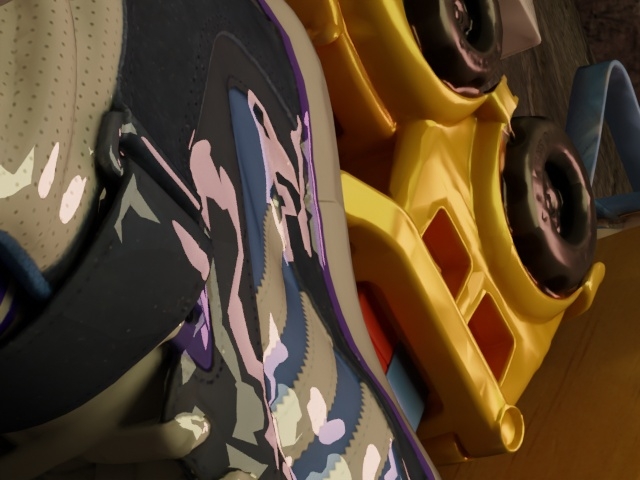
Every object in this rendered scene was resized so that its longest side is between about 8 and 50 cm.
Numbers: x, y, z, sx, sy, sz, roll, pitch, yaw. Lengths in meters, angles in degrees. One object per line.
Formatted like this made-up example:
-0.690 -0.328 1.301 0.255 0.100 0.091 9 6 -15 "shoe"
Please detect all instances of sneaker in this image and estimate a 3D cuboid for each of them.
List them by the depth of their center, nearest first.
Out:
-0.067 0.053 0.532 0.236 0.130 0.322 7 70 -63 "sneaker"

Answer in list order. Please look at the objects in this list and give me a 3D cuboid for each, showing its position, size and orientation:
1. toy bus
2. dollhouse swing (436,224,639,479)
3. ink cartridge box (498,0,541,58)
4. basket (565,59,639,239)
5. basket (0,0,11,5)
0.000 0.000 0.803 0.220 0.149 0.211 61 34 -25 "toy bus"
0.260 0.184 0.965 0.347 0.305 0.315 61 38 -35 "dollhouse swing"
0.038 -0.190 1.139 0.128 0.127 0.176 56 21 -43 "ink cartridge box"
0.192 0.066 1.230 0.254 0.201 0.289 59 29 -35 "basket"
-0.127 -0.090 0.382 0.103 0.167 0.113 -91 157 -61 "basket"
